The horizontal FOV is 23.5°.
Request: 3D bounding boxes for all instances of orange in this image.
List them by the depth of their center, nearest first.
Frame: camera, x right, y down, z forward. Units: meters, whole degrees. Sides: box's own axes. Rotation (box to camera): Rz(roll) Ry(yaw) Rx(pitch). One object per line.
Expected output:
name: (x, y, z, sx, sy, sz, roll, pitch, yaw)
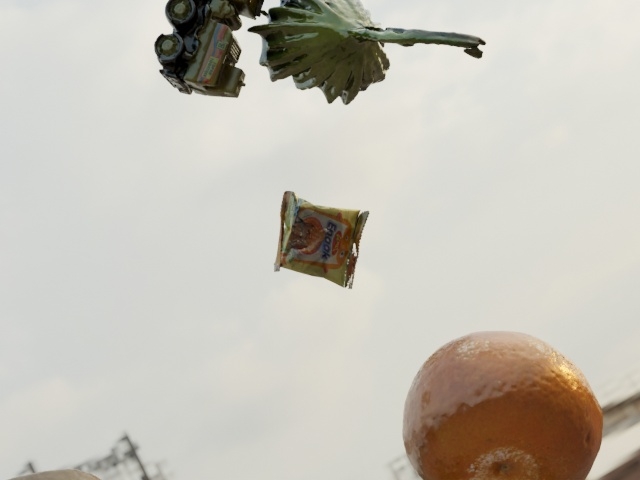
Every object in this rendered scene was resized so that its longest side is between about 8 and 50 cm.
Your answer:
orange: (0.197, 0.193, 1.670, 0.224, 0.170, 0.224, -1, -48, -1)

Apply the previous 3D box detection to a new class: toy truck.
toy truck: (-0.147, -0.339, 2.222, 0.127, 0.257, 0.127, 12, -9, 11)

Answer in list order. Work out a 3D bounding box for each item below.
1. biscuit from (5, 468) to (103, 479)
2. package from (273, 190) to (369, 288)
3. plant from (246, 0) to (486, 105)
biscuit: (-0.305, 0.373, 1.621, 0.262, 0.277, 0.052, -16, -35, -25)
package: (-0.002, 0.000, 2.006, 0.121, 0.108, 0.031, 13, -2, -21)
plant: (0.053, -0.321, 2.215, 0.251, 0.180, 0.333, 8, -14, -27)
